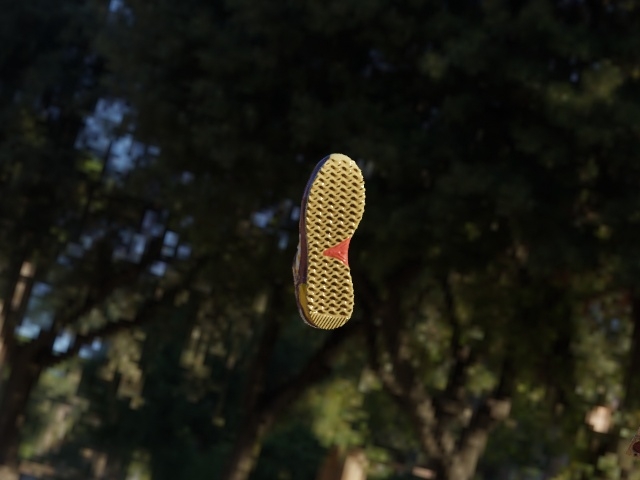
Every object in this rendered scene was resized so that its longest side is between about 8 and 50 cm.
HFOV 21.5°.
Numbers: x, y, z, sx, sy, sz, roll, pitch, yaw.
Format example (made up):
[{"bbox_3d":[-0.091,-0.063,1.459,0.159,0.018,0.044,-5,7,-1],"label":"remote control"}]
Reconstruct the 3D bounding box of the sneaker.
[{"bbox_3d":[0.000,0.000,1.796,0.069,0.186,0.084,7,0,-19],"label":"sneaker"}]

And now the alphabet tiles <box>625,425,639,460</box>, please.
[{"bbox_3d":[0.605,0.295,2.519,0.237,0.198,0.009,26,29,2],"label":"alphabet tiles"}]
